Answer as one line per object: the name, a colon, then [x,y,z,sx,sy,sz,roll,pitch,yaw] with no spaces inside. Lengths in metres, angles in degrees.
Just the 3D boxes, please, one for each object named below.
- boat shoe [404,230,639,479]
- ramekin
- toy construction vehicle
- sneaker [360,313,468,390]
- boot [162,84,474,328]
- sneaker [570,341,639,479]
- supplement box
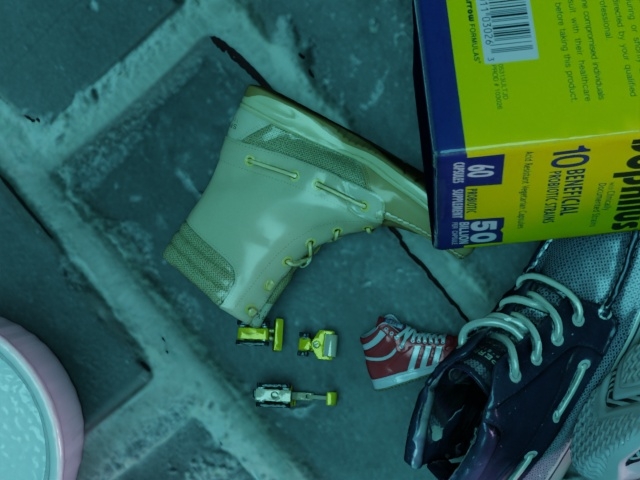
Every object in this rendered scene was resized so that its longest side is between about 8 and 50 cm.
boat shoe: [0.195,0.084,1.334,0.127,0.158,0.340,26,98,37]
ramekin: [-0.362,0.194,1.452,0.277,0.135,0.277,1,94,8]
toy construction vehicle: [-0.032,0.119,1.453,0.098,0.035,0.086,0,83,6]
sneaker: [0.094,0.093,1.424,0.118,0.042,0.067,-20,94,11]
boot: [0.000,0.000,1.405,0.262,0.095,0.203,30,97,7]
sneaker: [0.400,0.142,1.258,0.366,0.137,0.210,-37,108,22]
supplement box: [0.260,-0.130,1.259,0.356,0.194,0.195,-6,66,2]
